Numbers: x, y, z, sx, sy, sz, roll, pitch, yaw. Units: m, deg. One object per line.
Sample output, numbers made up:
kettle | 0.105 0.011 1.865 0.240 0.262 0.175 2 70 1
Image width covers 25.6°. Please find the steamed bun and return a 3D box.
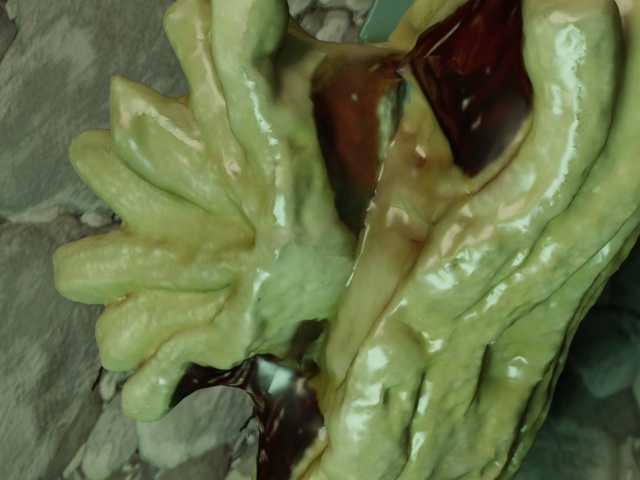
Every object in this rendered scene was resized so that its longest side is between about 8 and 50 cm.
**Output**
steamed bun | 0.000 0.000 0.709 0.247 0.189 0.428 54 131 37

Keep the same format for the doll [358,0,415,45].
doll | 0.172 -0.120 0.766 0.260 0.177 0.161 20 81 49
